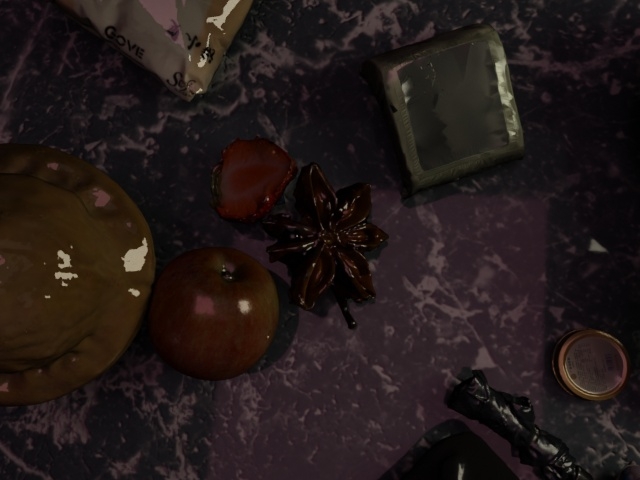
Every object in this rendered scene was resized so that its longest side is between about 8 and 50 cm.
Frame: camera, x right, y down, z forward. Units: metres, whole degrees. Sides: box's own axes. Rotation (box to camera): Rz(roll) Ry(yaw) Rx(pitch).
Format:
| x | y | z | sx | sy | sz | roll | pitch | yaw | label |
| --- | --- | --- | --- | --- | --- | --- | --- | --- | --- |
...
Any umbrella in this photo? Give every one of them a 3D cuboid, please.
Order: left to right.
| x | y | z | sx | sy | sz | roll | pitch | yaw | label |
| --- | --- | --- | --- | --- | --- | --- | --- | --- | --- |
| 0.293 | 0.273 | 0.807 | 0.224 | 0.080 | 0.071 | 39 | 51 | 8 | umbrella |

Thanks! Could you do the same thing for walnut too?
| x | y | z | sx | sy | sz | roll | pitch | yaw | label |
| --- | --- | --- | --- | --- | --- | --- | --- | --- | --- |
| -0.440 | 0.045 | 0.763 | 0.384 | 0.383 | 0.383 | -1 | 79 | 5 | walnut |

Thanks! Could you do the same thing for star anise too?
| x | y | z | sx | sy | sz | roll | pitch | yaw | label |
| --- | --- | --- | --- | --- | --- | --- | --- | --- | --- |
| 0.000 | 0.000 | 0.845 | 0.190 | 0.126 | 0.220 | 29 | 74 | -33 | star anise |

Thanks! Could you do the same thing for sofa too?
| x | y | z | sx | sy | sz | roll | pitch | yaw | label |
| --- | --- | --- | --- | --- | --- | --- | --- | --- | --- |
| 0.190 | -0.209 | 0.898 | 0.210 | 0.176 | 0.225 | -21 | 107 | 2 | sofa |

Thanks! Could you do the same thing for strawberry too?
| x | y | z | sx | sy | sz | roll | pitch | yaw | label |
| --- | --- | --- | --- | --- | --- | --- | --- | --- | --- |
| -0.098 | -0.097 | 0.881 | 0.187 | 0.082 | 0.146 | -12 | 78 | 42 | strawberry |

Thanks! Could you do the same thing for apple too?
| x | y | z | sx | sy | sz | roll | pitch | yaw | label |
| --- | --- | --- | --- | --- | --- | --- | --- | --- | --- |
| -0.152 | 0.101 | 0.811 | 0.188 | 0.188 | 0.173 | 33 | 125 | 10 | apple |

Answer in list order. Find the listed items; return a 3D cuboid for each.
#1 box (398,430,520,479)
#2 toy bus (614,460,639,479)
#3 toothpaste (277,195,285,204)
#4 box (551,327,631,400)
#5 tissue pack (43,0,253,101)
| x | y | z | sx | sy | sz | roll | pitch | yaw | label |
| --- | --- | --- | --- | --- | --- | --- | --- | --- | --- |
| 0.164 | 0.458 | 0.684 | 0.350 | 0.091 | 0.359 | -46 | 43 | -1 | box |
| 0.473 | 0.389 | 0.725 | 0.203 | 0.142 | 0.141 | 20 | 82 | 8 | toy bus |
| -0.075 | -0.101 | 0.933 | 0.020 | 0.017 | 0.083 | -10 | 79 | 4 | toothpaste |
| 0.396 | 0.182 | 0.825 | 0.106 | 0.037 | 0.105 | -1 | 79 | 5 | box |
| -0.272 | -0.472 | 0.943 | 0.376 | 0.195 | 0.389 | 27 | 83 | -3 | tissue pack |
